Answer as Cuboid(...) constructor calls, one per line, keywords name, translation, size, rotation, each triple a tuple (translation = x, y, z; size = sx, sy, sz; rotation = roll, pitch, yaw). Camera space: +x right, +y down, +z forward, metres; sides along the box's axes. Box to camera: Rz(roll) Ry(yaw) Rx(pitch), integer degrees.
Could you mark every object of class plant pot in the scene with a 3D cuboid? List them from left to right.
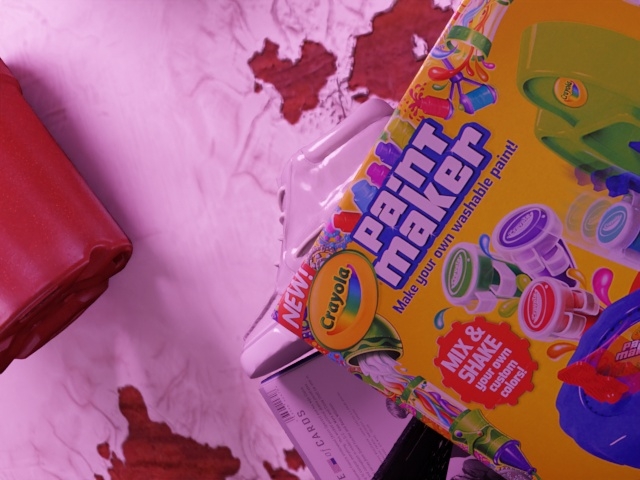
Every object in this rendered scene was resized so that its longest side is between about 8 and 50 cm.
Cuboid(name="plant pot", translation=(-0.339, -0.026, 0.984), size=(0.265, 0.272, 0.272), rotation=(47, 126, 4))

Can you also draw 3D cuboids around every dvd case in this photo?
Cuboid(name="dvd case", translation=(0.074, 0.154, 0.864), size=(0.238, 0.029, 0.179), rotation=(-31, 90, 38))

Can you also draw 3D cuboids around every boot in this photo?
Cuboid(name="boot", translation=(0.000, 0.000, 0.849), size=(0.258, 0.095, 0.123), rotation=(-43, 72, 28))

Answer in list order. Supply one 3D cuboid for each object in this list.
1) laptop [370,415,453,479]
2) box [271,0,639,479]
Cuboid(name="laptop", translation=(0.102, 0.250, 0.720), size=(0.136, 0.234, 0.264), rotation=(18, 123, 19))
Cuboid(name="box", translation=(0.174, -0.015, 0.609), size=(0.279, 0.177, 0.290), rotation=(34, 122, 5))
